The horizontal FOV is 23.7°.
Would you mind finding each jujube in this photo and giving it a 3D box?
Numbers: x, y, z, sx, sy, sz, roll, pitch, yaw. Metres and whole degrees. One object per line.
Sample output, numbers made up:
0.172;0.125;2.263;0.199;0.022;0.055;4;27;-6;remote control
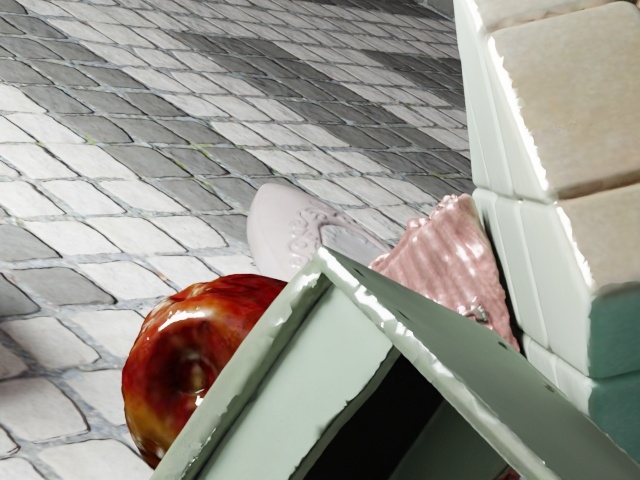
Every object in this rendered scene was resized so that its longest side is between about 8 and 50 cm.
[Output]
-0.052;0.106;1.037;0.190;0.190;0.255;27;0;14;jujube

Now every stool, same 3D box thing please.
0.046;0.183;0.825;0.170;0.243;0.269;26;12;-40;stool

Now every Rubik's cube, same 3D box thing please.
0.283;-0.014;1.029;0.316;0.322;0.319;-14;48;0;Rubik's cube

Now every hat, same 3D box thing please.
0.084;0.131;1.146;0.107;0.237;0.286;-4;62;-30;hat

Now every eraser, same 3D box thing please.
0.000;-0.001;1.622;0.204;0.059;0.243;7;28;-37;eraser
